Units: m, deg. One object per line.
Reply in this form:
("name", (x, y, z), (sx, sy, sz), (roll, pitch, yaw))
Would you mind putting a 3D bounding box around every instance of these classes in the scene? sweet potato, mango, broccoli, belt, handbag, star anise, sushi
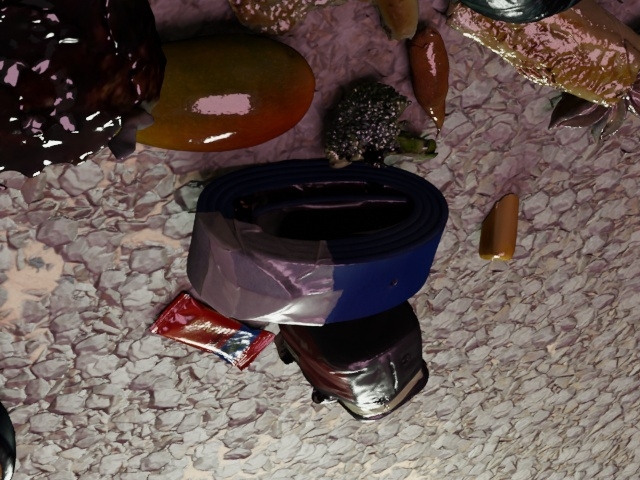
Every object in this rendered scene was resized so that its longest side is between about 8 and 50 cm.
("sweet potato", (0.145, -0.204, 1.463), (0.056, 0.056, 0.195), (-23, 143, -7))
("mango", (-0.146, -0.169, 1.279), (0.289, 0.129, 0.146), (-3, 160, -12))
("broccoli", (0.091, -0.137, 1.477), (0.204, 0.118, 0.122), (13, 94, -57))
("belt", (0.000, 0.000, 1.461), (0.347, 0.212, 0.117), (-6, 135, -24))
("handbag", (0.033, 0.127, 1.575), (0.181, 0.254, 0.181), (-32, 143, -14))
("star anise", (0.416, -0.218, 1.585), (0.212, 0.073, 0.197), (-12, 133, -15))
("sushi", (-0.302, -0.230, 1.015), (0.300, 0.281, 0.294), (-10, 137, 0))

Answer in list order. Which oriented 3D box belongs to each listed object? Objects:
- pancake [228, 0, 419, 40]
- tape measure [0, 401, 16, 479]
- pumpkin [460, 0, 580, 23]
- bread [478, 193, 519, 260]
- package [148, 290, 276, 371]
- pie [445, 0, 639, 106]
("pancake", (-0.023, -0.305, 1.265), (0.377, 0.054, 0.197), (10, 126, -35))
("tape measure", (-0.523, 0.293, 1.524), (0.202, 0.135, 0.223), (34, 108, -35))
("pumpkin", (0.255, -0.346, 1.235), (0.248, 0.248, 0.248), (-16, 137, -15))
("bread", (0.279, -0.018, 1.733), (0.049, 0.103, 0.062), (13, 168, -25))
("package", (-0.157, 0.137, 1.655), (0.083, 0.022, 0.200), (-44, 135, 16))
("pie", (0.293, -0.271, 1.441), (0.282, 0.068, 0.128), (23, 116, -24))
